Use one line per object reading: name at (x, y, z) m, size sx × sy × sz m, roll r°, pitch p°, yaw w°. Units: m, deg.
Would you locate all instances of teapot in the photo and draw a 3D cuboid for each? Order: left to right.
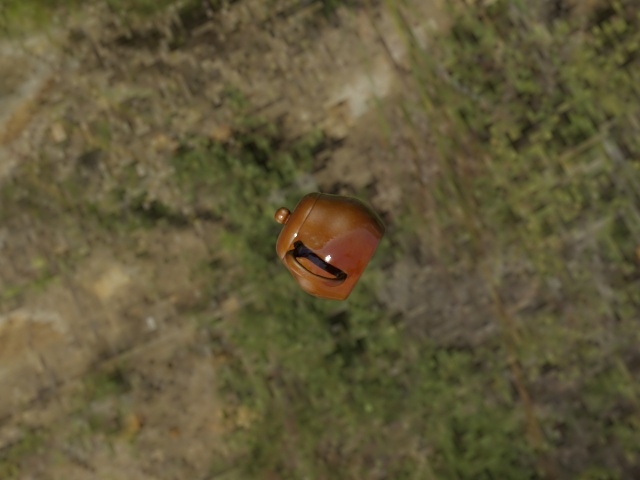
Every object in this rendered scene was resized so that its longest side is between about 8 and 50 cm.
teapot at (0.000, 0.000, 1.786) m, size 0.116 × 0.116 × 0.173 m, roll -38°, pitch -170°, yaw 24°
